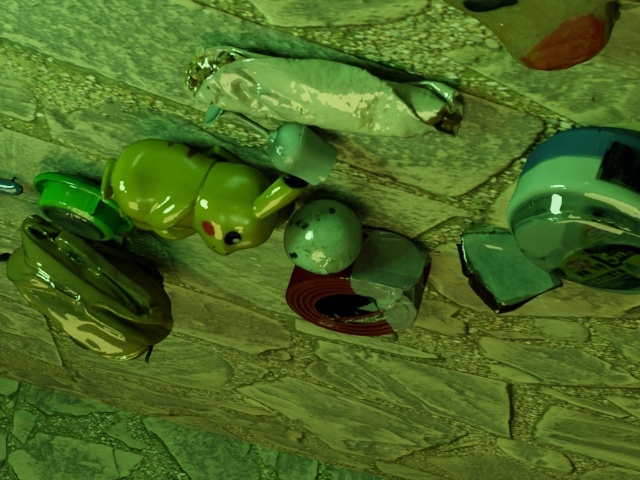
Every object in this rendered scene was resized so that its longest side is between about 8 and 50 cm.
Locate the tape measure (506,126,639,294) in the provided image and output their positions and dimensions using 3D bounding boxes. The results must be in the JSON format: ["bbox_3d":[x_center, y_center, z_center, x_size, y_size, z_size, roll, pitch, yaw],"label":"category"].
[{"bbox_3d":[0.391,-0.033,1.434,0.262,0.138,0.259,24,155,-12],"label":"tape measure"}]

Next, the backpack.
[{"bbox_3d":[-0.483,0.098,2.203,0.378,0.201,0.353,35,-178,-9],"label":"backpack"}]

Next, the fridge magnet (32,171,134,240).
[{"bbox_3d":[-0.455,-0.065,2.032,0.208,0.088,0.208,20,161,7],"label":"fridge magnet"}]

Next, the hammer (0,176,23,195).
[{"bbox_3d":[-0.686,-0.120,2.120,0.194,0.069,0.116,12,155,4],"label":"hammer"}]

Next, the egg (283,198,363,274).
[{"bbox_3d":[0.000,0.000,1.792,0.131,0.131,0.164,25,151,-16],"label":"egg"}]

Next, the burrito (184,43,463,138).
[{"bbox_3d":[-0.002,-0.202,1.432,0.392,0.076,0.117,12,149,10],"label":"burrito"}]

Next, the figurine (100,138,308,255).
[{"bbox_3d":[-0.185,-0.070,1.740,0.327,0.169,0.218,18,172,6],"label":"figurine"}]

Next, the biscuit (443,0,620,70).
[{"bbox_3d":[0.156,-0.308,1.082,0.394,0.076,0.368,23,155,-12],"label":"biscuit"}]

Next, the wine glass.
[{"bbox_3d":[-0.070,-0.155,1.573,0.195,0.079,0.079,30,154,-23],"label":"wine glass"}]

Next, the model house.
[{"bbox_3d":[0.298,0.052,1.760,0.165,0.106,0.152,52,173,11],"label":"model house"}]

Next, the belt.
[{"bbox_3d":[0.068,0.077,1.935,0.227,0.115,0.324,26,155,-21],"label":"belt"}]
